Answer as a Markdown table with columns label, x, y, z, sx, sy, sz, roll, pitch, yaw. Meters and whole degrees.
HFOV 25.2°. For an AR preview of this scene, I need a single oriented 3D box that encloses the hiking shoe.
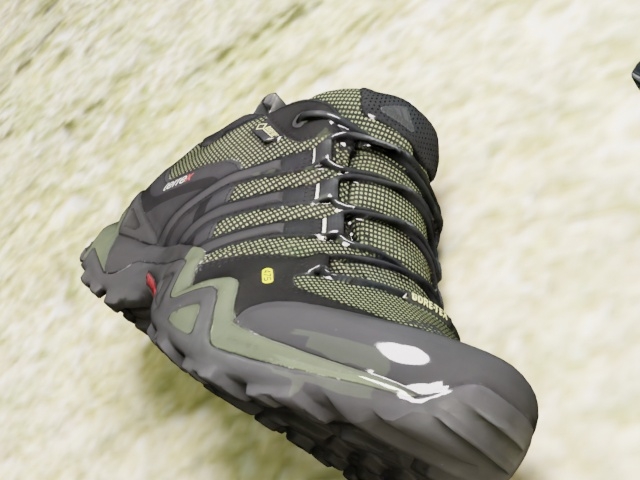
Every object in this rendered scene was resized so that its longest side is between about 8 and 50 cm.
| label | x | y | z | sx | sy | sz | roll | pitch | yaw |
| --- | --- | --- | --- | --- | --- | --- | --- | --- | --- |
| hiking shoe | 0.000 | 0.000 | 0.450 | 0.114 | 0.086 | 0.227 | -56 | 33 | -5 |

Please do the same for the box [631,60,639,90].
| label | x | y | z | sx | sy | sz | roll | pitch | yaw |
| --- | --- | --- | --- | --- | --- | --- | --- | --- | --- |
| box | 0.203 | -0.077 | 0.327 | 0.220 | 0.051 | 0.175 | -47 | 33 | 2 |
